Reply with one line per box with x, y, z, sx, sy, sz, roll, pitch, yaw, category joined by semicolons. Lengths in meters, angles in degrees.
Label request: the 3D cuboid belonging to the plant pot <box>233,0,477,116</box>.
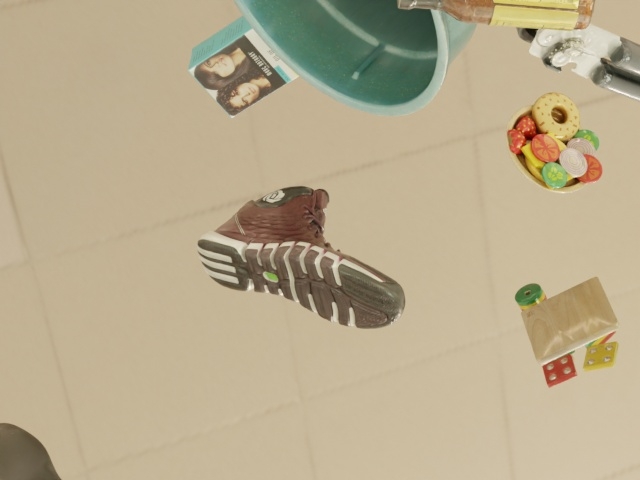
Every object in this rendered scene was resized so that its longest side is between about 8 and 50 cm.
0.104;-0.373;1.481;0.334;0.341;0.341;-44;121;-24;plant pot

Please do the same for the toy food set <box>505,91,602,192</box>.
0.186;-0.074;1.065;0.083;0.020;0.083;-29;78;-32;toy food set

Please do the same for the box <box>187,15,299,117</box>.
-0.057;-0.274;1.841;0.244;0.060;0.100;-30;121;24;box

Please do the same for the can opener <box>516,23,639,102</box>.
0.382;-0.241;1.747;0.280;0.093;0.074;17;134;-29;can opener

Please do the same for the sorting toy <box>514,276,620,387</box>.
0.383;0.136;2.021;0.132;0.274;0.046;-27;117;11;sorting toy

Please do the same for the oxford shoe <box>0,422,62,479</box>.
-0.382;0.333;1.800;0.076;0.212;0.076;-34;156;-30;oxford shoe

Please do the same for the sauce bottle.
0.115;-0.163;0.888;0.128;0.042;0.042;5;108;-3;sauce bottle

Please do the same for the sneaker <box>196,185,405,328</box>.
0.000;0.000;1.636;0.162;0.281;0.106;-53;148;-37;sneaker
